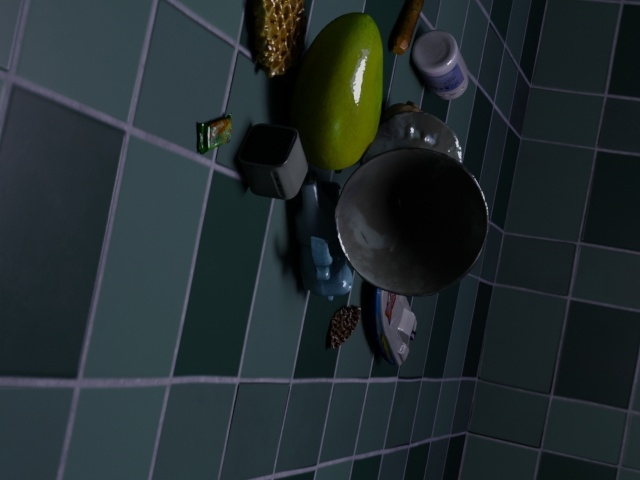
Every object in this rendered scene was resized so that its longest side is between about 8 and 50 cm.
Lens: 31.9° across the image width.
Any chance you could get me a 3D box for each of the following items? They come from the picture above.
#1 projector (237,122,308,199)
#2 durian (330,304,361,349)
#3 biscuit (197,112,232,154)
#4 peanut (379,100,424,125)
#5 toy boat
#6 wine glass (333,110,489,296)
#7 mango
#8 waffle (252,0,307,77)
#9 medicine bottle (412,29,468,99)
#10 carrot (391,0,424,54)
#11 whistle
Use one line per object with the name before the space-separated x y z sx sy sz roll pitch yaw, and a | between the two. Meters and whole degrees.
projector | -0.072 -0.122 1.731 0.082 0.083 0.083 72 34 -53
durian | 0.056 0.170 2.261 0.130 0.052 0.066 -60 154 -45
biscuit | -0.149 -0.153 1.606 0.089 0.016 0.046 -36 132 -62
peanut | 0.195 -0.140 2.329 0.143 0.159 0.291 -80 173 -75
toy boat | 0.157 0.165 2.477 0.295 0.088 0.129 68 37 -56
wine glass | 0.164 -0.093 2.057 0.406 0.267 0.267 -80 173 -70
mango | 0.025 -0.232 1.824 0.273 0.149 0.185 94 18 -50
waffle | -0.061 -0.346 1.723 0.191 0.038 0.191 11 90 -70
medicine bottle | 0.273 -0.390 2.510 0.187 0.103 0.102 42 60 -67
carrot | 0.184 -0.455 2.329 0.042 0.042 0.170 71 34 -53
whistle | 0.000 0.000 1.981 0.186 0.093 0.274 -80 165 -51
